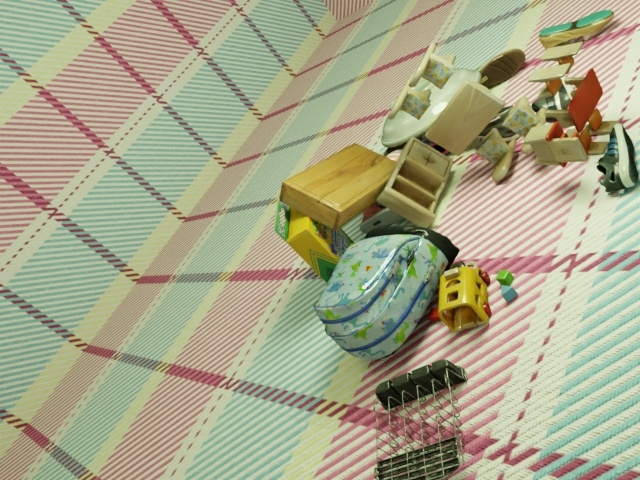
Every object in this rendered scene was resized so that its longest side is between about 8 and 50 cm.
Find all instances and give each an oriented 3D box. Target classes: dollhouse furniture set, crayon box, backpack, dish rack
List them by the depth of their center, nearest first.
[{"bbox_3d":[0.202,0.381,1.148,0.208,0.074,0.271,-31,31,27],"label":"dish rack"},{"bbox_3d":[0.611,-0.298,1.344,0.135,0.262,0.259,6,55,54],"label":"dollhouse furniture set"},{"bbox_3d":[0.147,0.127,1.421,0.290,0.273,0.355,-3,58,50],"label":"backpack"},{"bbox_3d":[0.344,-0.257,1.570,0.256,0.362,0.394,-63,5,-35],"label":"dollhouse furniture set"},{"bbox_3d":[0.000,0.000,1.682,0.083,0.323,0.203,-33,29,21],"label":"crayon box"}]

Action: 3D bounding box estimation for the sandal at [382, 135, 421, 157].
[{"bbox_3d":[0.275,-0.316,2.025,0.240,0.088,0.079,-47,-7,-38],"label":"sandal"}]

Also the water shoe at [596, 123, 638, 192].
[{"bbox_3d":[0.680,-0.196,1.310,0.080,0.073,0.203,-23,33,39],"label":"water shoe"}]

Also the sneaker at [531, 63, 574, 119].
[{"bbox_3d":[0.670,-0.432,1.649,0.121,0.079,0.217,-27,32,26],"label":"sneaker"}]

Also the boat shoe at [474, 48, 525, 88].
[{"bbox_3d":[0.589,-0.589,1.975,0.257,0.095,0.095,-31,24,25],"label":"boat shoe"}]

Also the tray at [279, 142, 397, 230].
[{"bbox_3d":[0.080,-0.179,1.720,0.203,0.076,0.411,29,37,21],"label":"tray"}]

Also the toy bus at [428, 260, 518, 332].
[{"bbox_3d":[0.330,0.110,1.316,0.191,0.104,0.202,-48,27,-8],"label":"toy bus"}]

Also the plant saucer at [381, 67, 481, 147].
[{"bbox_3d":[0.352,-0.482,1.932,0.400,0.100,0.400,-36,17,13],"label":"plant saucer"}]

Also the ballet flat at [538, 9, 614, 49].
[{"bbox_3d":[0.819,-0.667,1.794,0.232,0.073,0.080,-1,45,45],"label":"ballet flat"}]

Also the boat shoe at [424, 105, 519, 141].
[{"bbox_3d":[0.466,-0.371,1.760,0.335,0.095,0.112,9,44,44],"label":"boat shoe"}]

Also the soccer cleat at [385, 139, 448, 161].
[{"bbox_3d":[0.307,-0.273,1.876,0.248,0.083,0.095,-24,20,1],"label":"soccer cleat"}]

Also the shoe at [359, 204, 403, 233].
[{"bbox_3d":[0.202,-0.090,1.820,0.178,0.063,0.081,-27,36,38],"label":"shoe"}]

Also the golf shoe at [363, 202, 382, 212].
[{"bbox_3d":[0.186,-0.130,1.904,0.186,0.086,0.067,148,135,-64],"label":"golf shoe"}]
